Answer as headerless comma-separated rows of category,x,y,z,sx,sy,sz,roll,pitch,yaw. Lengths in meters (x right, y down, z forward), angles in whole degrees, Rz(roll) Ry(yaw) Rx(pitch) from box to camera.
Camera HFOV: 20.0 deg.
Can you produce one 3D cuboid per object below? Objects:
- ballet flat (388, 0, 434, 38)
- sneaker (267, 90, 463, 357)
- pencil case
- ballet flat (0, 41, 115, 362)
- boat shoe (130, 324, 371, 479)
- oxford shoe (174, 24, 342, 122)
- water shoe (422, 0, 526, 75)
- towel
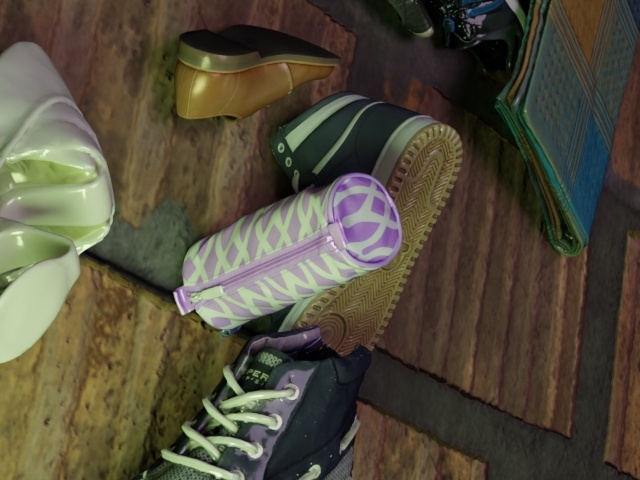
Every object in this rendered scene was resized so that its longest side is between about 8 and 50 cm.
ballet flat,0.053,-0.245,1.737,0.173,0.049,0.057,39,13,-41
sneaker,0.000,0.000,1.593,0.099,0.153,0.282,27,93,-48
pencil case,-0.029,0.010,1.463,0.088,0.206,0.086,-16,83,-48
ballet flat,-0.211,-0.003,1.227,0.139,0.139,0.400,59,29,-26
boat shoe,-0.080,0.163,1.400,0.340,0.127,0.158,-18,123,-59
oxford shoe,-0.059,-0.142,1.569,0.212,0.076,0.076,-13,124,-53
water shoe,0.144,-0.233,1.810,0.203,0.073,0.080,31,60,-44
towel,0.276,-0.203,1.955,0.271,0.040,0.370,59,40,-47
